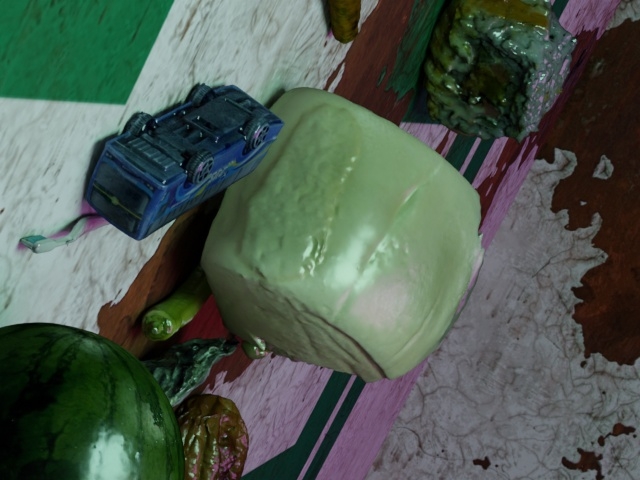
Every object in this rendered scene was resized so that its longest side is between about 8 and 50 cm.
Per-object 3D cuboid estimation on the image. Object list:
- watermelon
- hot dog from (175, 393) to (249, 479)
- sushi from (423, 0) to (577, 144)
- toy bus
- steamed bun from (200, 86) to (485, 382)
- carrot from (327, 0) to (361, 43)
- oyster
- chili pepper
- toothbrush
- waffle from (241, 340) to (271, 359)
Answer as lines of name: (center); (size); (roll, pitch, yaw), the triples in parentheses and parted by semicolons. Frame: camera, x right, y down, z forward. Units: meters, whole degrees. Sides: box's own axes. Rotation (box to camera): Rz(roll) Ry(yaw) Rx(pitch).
watermelon: (-0.224, 0.185, 1.146); (0.242, 0.242, 0.242); (-54, 165, -22)
hot dog: (-0.168, 0.308, 1.883); (0.160, 0.099, 0.226); (-40, 158, -53)
sushi: (0.249, -0.258, 2.011); (0.139, 0.184, 0.274); (-51, 162, -36)
toy bus: (-0.118, -0.074, 1.315); (0.236, 0.079, 0.094); (-37, 155, -57)
steamed bun: (0.036, -0.003, 1.569); (0.273, 0.272, 0.290); (55, 50, -71)
carrot: (0.023, -0.254, 1.533); (0.042, 0.042, 0.170); (-57, 168, -14)
oyster: (-0.178, 0.169, 1.580); (0.252, 0.087, 0.199); (-32, 173, -29)
chili pepper: (-0.140, 0.054, 1.590); (0.208, 0.043, 0.049); (-52, 136, -47)
toothbrush: (-0.201, -0.011, 1.270); (0.017, 0.022, 0.204); (-64, 166, 18)
waffle: (0.000, 0.000, 1.892); (0.297, 0.073, 0.317); (-44, 158, -48)
